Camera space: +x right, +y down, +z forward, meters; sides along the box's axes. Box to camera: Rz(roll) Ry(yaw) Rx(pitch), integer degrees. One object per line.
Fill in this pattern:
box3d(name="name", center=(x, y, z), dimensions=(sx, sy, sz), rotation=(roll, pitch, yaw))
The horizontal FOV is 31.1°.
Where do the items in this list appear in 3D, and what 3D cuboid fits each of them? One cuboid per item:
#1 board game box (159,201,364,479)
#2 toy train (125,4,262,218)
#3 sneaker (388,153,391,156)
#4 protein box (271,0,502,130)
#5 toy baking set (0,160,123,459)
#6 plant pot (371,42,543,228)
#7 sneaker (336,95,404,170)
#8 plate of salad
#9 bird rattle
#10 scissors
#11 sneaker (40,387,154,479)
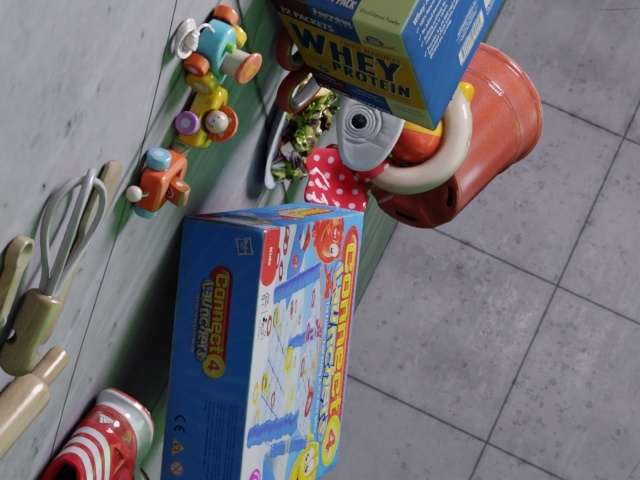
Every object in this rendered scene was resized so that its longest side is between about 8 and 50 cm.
box3d(name="board game box", center=(-0.054, 0.122, 1.205), dimensions=(0.302, 0.086, 0.308), rotation=(-14, 111, -70))
box3d(name="toy train", center=(-0.092, -0.095, 0.888), dimensions=(0.125, 0.046, 0.166), rotation=(-53, 167, -58))
box3d(name="sneaker", center=(0.133, -0.239, 1.739), dimensions=(0.123, 0.109, 0.296), rotation=(-59, 172, -63))
box3d(name="protein box", center=(0.075, -0.244, 1.054), dimensions=(0.200, 0.136, 0.201), rotation=(-62, 159, -10))
box3d(name="toy baking set", center=(-0.192, 0.058, 0.753), dimensions=(0.256, 0.030, 0.197), rotation=(-54, 167, -54))
box3d(name="plant pot", center=(0.217, -0.174, 2.046), dimensions=(0.265, 0.272, 0.272), rotation=(-49, 164, -39))
box3d(name="sneaker", center=(0.066, -0.198, 1.385), dimensions=(0.121, 0.079, 0.217), rotation=(-86, -175, -74))
box3d(name="plate of salad", center=(-0.009, -0.144, 1.299), dimensions=(0.200, 0.048, 0.200), rotation=(25, 90, -83))
box3d(name="bird rattle", center=(0.089, -0.139, 1.477), dimensions=(0.143, 0.206, 0.254), rotation=(38, 67, -64))
box3d(name="scissors", center=(0.037, -0.254, 1.175), dimensions=(0.297, 0.021, 0.109), rotation=(-54, 153, -26))
box3d(name="sneaker", center=(-0.219, 0.246, 1.063), dimensions=(0.128, 0.087, 0.221), rotation=(-46, 149, -43))
